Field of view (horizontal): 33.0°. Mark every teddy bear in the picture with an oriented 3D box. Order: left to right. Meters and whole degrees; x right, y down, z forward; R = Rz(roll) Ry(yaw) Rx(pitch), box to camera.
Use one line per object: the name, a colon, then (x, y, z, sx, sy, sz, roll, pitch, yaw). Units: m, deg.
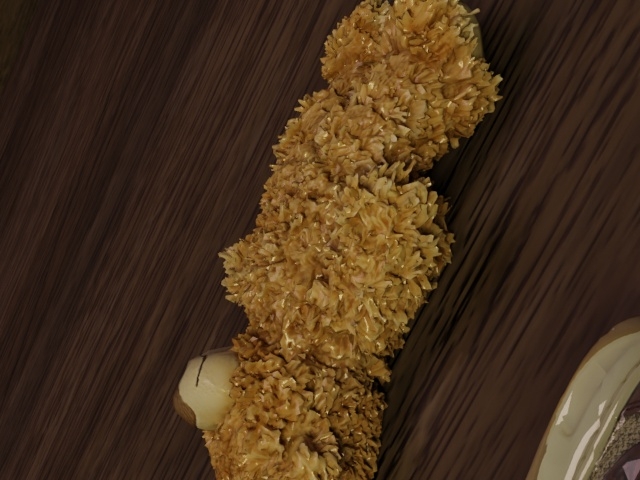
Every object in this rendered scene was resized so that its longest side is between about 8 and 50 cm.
teddy bear: (0.000, 0.000, 0.642, 0.338, 0.113, 0.245, -66, 27, 10)

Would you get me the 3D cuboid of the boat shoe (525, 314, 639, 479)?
boat shoe: (0.104, 0.166, 0.378, 0.092, 0.103, 0.285, 10, 76, 66)
